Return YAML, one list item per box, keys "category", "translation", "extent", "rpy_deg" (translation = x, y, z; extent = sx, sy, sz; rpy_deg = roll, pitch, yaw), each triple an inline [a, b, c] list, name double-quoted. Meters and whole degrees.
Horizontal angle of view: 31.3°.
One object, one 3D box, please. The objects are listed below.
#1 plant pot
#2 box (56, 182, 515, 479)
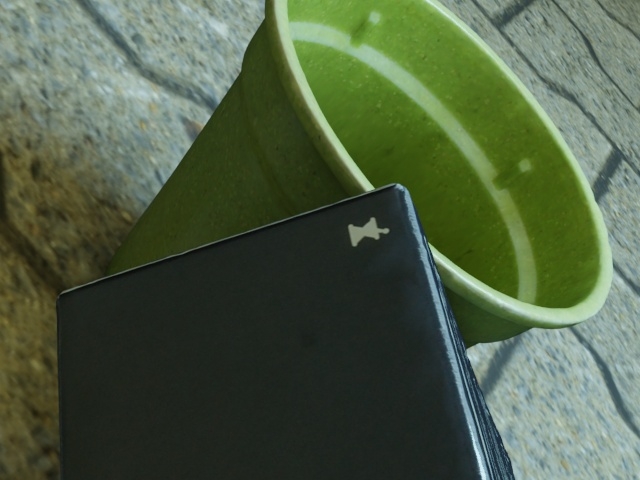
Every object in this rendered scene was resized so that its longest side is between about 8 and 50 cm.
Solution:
- category: "plant pot"
  translation: [0.000, 0.000, 0.743]
  extent: [0.276, 0.254, 0.276]
  rpy_deg: [31, 37, -27]
- category: "box"
  translation: [0.018, 0.188, 0.532]
  extent: [0.294, 0.183, 0.296]
  rpy_deg: [65, 10, -50]
